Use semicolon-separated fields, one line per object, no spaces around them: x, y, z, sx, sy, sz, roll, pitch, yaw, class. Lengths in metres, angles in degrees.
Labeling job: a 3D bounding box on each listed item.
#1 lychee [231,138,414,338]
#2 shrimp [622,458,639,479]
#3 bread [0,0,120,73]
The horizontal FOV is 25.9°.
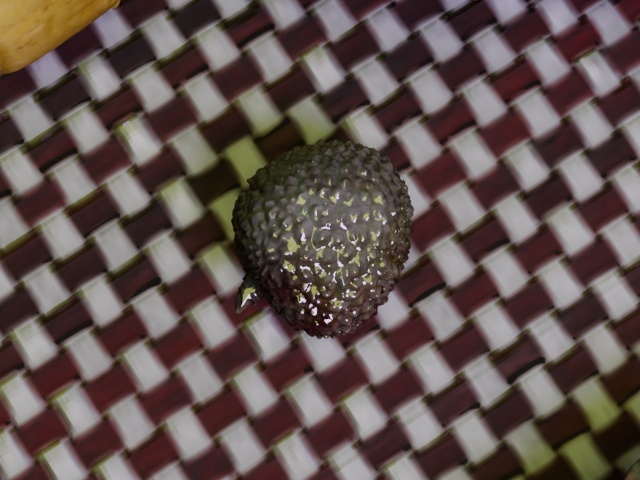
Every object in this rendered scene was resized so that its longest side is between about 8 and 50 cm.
0.000;0.000;0.524;0.083;0.068;0.067;-49;127;-10;lychee
0.186;0.159;0.479;0.247;0.085;0.360;27;72;2;shrimp
-0.131;-0.139;0.510;0.073;0.122;0.149;-35;85;-9;bread
